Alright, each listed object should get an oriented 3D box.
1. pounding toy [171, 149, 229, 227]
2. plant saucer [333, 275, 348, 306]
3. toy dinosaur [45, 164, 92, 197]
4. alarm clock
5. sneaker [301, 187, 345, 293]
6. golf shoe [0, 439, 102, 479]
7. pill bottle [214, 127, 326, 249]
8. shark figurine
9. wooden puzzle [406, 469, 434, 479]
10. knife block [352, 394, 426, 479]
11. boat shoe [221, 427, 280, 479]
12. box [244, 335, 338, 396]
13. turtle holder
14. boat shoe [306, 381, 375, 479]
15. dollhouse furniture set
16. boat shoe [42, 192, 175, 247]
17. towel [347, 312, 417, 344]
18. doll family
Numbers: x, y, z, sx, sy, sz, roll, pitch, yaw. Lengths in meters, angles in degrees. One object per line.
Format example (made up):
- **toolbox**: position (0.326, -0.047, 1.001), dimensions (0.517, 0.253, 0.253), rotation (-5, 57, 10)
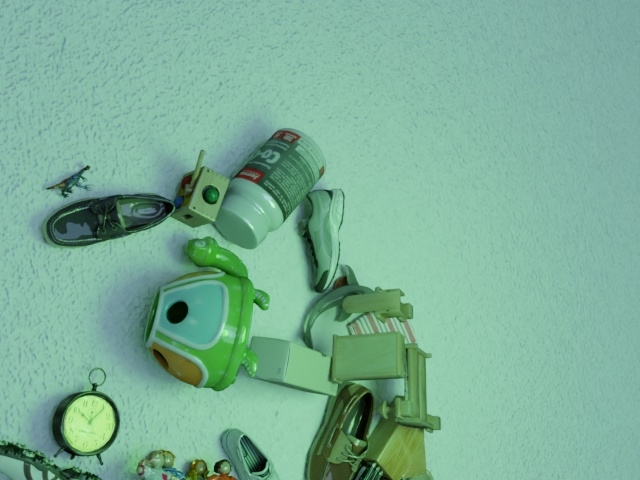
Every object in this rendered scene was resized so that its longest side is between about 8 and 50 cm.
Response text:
- **pounding toy**: position (-0.279, -0.115, 1.723), dimensions (0.100, 0.141, 0.130), rotation (28, 68, -29)
- **plant saucer**: position (0.067, 0.136, 2.011), dimensions (0.083, 0.013, 0.084), rotation (5, 81, -35)
- **toy dinosaur**: position (-0.526, -0.133, 1.615), dimensions (0.090, 0.047, 0.082), rotation (22, 53, -20)
- **alarm clock**: position (-0.480, 0.358, 1.563), dimensions (0.129, 0.064, 0.192), rotation (25, 66, -36)
- **sneaker**: position (0.000, 0.000, 1.946), dimensions (0.107, 0.100, 0.272), rotation (4, 86, -5)
- **golf shoe**: position (-0.550, 0.480, 1.478), dimensions (0.272, 0.105, 0.120), rotation (36, 72, -26)
- **pill bottle**: position (-0.124, -0.125, 1.821), dimensions (0.161, 0.161, 0.283), rotation (49, 59, -20)
- **shark figurine**: position (0.058, 0.161, 1.928), dimensions (0.278, 0.116, 0.166), rotation (-22, 96, -30)
- **wooden puzzle**: position (0.262, 0.829, 1.981), dimensions (0.347, 0.080, 0.322), rotation (-34, 104, -45)
- **knife block**: position (0.159, 0.553, 1.972), dimensions (0.242, 0.088, 0.276), rotation (2, 82, -36)
- **boat shoe**: position (-0.149, 0.538, 1.765), dimensions (0.083, 0.075, 0.226), rotation (-45, 109, -30)
- **box**: position (-0.058, 0.298, 1.772), dimensions (0.275, 0.113, 0.094), rotation (36, 62, -60)
- **turtle holder**: position (-0.248, 0.157, 1.648), dimensions (0.227, 0.243, 0.321), rotation (15, 89, -17)
- **boat shoe**: position (0.056, 0.511, 1.888), dimensions (0.123, 0.116, 0.325), rotation (23, 71, -30)
- **dollhouse furniture set**: position (0.176, 0.316, 1.934), dimensions (0.355, 0.173, 0.304), rotation (41, 46, -58)
- **boat shoe**: position (-0.446, -0.052, 1.626), dimensions (0.285, 0.092, 0.103), rotation (-13, 91, -36)
- **towel**: position (0.169, 0.252, 2.061), dimensions (0.197, 0.029, 0.144), rotation (-26, 96, -35)
- **doll family**: position (-0.300, 0.531, 1.626), dimensions (0.262, 0.118, 0.163), rotation (21, 40, -36)
